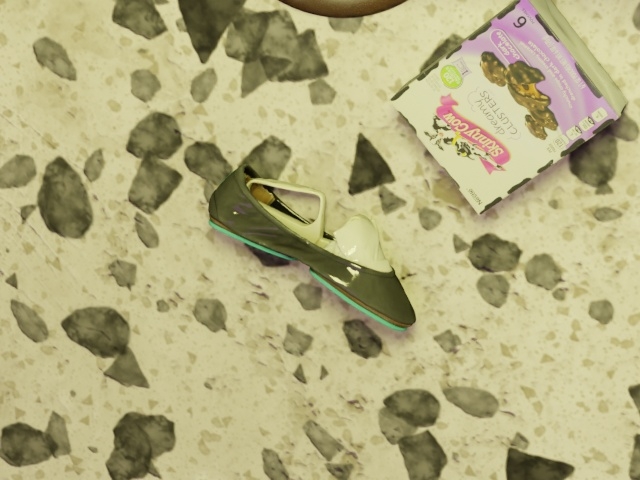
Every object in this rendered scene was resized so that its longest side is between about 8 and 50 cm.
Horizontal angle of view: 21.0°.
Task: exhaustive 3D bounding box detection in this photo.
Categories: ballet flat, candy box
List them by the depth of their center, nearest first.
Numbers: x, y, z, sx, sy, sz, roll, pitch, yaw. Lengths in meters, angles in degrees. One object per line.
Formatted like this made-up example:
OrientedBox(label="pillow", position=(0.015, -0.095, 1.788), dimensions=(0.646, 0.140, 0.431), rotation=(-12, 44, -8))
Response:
OrientedBox(label="candy box", position=(0.202, -0.150, 1.866), dimensions=(0.196, 0.070, 0.165), rotation=(-37, 95, 27))
OrientedBox(label="ballet flat", position=(0.000, 0.000, 1.990), dimensions=(0.280, 0.095, 0.096), rotation=(29, 105, 7))

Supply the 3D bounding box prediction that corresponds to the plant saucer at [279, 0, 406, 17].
OrientedBox(label="plant saucer", position=(0.008, -0.387, 1.859), dimensions=(0.311, 0.050, 0.310), rotation=(7, 111, 17))
